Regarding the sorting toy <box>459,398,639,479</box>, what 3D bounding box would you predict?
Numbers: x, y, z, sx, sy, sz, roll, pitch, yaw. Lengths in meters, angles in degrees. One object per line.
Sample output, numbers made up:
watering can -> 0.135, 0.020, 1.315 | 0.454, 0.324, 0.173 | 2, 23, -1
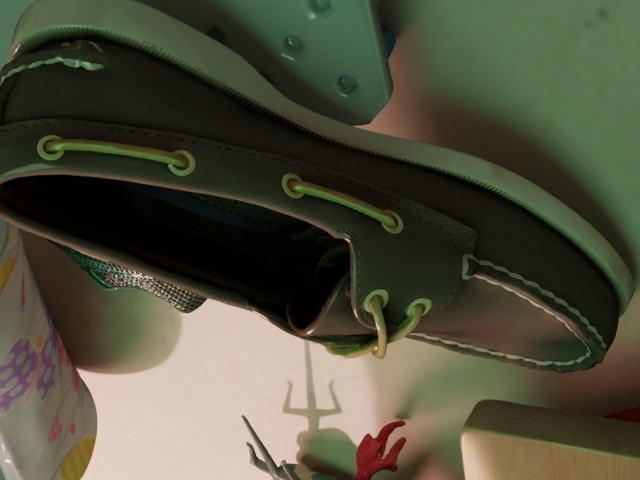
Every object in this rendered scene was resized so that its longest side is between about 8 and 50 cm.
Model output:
sorting toy -> 0.218, 0.183, 0.796 | 0.255, 0.089, 0.257 | 7, 129, 24

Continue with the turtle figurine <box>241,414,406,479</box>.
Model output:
turtle figurine -> 0.032, 0.206, 0.883 | 0.118, 0.175, 0.234 | -21, 123, 19

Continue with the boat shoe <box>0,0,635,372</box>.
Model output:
boat shoe -> 0.000, 0.000, 0.706 | 0.324, 0.097, 0.116 | 25, 145, -19

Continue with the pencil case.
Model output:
pencil case -> -0.198, 0.060, 0.856 | 0.124, 0.113, 0.273 | 57, 166, 26

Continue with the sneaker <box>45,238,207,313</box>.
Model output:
sneaker -> -0.128, -0.005, 0.858 | 0.166, 0.065, 0.076 | 22, 138, 15

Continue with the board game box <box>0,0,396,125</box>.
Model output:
board game box -> -0.183, -0.223, 0.690 | 0.389, 0.050, 0.390 | -1, 125, 21
